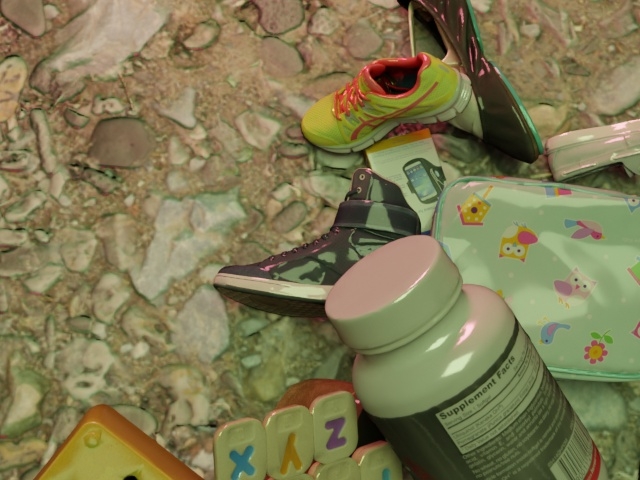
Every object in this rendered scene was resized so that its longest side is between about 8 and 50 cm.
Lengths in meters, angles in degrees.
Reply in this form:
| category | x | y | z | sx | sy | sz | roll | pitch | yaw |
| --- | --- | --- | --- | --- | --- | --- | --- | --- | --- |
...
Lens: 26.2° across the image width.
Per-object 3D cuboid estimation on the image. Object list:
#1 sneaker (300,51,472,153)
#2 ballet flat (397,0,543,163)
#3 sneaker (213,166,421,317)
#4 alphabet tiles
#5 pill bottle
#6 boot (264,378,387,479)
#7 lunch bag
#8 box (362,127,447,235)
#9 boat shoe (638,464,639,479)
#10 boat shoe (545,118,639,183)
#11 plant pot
| category | x | y | z | sx | sy | sz | roll | pitch | yaw |
| --- | --- | --- | --- | --- | --- | --- | --- | --- | --- |
| sneaker | 0.059 | -0.165 | 1.544 | 0.208 | 0.094 | 0.082 | -18 | 58 | 27 |
| ballet flat | 0.164 | -0.195 | 1.603 | 0.096 | 0.095 | 0.281 | -22 | 65 | 0 |
| sneaker | 0.001 | 0.001 | 1.517 | 0.226 | 0.086 | 0.164 | 4 | 74 | 8 |
| alphabet tiles | -0.030 | 0.295 | 1.350 | 0.284 | 0.021 | 0.278 | -12 | 104 | -37 |
| pill bottle | 0.141 | 0.156 | 1.372 | 0.176 | 0.176 | 0.319 | -39 | 111 | -14 |
| boot | -0.027 | 0.291 | 1.447 | 0.115 | 0.112 | 0.305 | 14 | 75 | 33 |
| lunch bag | 0.242 | 0.047 | 1.504 | 0.279 | 0.108 | 0.224 | 7 | 91 | 1 |
| box | 0.106 | -0.055 | 1.583 | 0.081 | 0.028 | 0.136 | -15 | 77 | -8 |
| boat shoe | 0.410 | 0.185 | 1.466 | 0.073 | 0.080 | 0.224 | 11 | 110 | -18 |
| boat shoe | 0.353 | -0.103 | 1.579 | 0.184 | 0.066 | 0.063 | -9 | 84 | 8 |
| plant pot | -0.212 | 0.289 | 1.371 | 0.212 | 0.187 | 0.212 | 36 | 74 | 8 |
